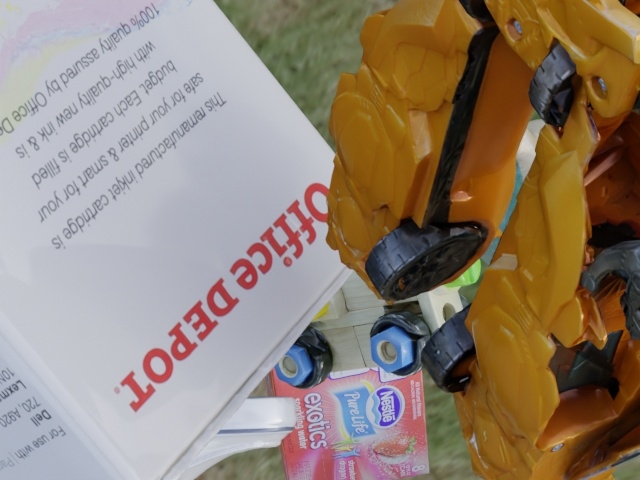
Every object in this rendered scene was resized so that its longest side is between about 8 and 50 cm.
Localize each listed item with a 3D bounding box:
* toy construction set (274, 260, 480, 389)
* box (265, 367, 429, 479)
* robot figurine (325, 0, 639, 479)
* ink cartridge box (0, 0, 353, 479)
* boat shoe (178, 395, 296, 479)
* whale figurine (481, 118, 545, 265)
[{"bbox_3d":[0.000,0.000,1.434,0.151,0.328,0.215,-22,98,-33],"label":"toy construction set"},{"bbox_3d":[0.018,0.106,1.927,0.154,0.300,0.142,-11,46,-3],"label":"box"},{"bbox_3d":[0.075,-0.034,0.609,0.085,0.291,0.211,-22,65,-22],"label":"robot figurine"},{"bbox_3d":[-0.134,-0.043,0.752,0.278,0.117,0.201,51,42,-8],"label":"ink cartridge box"},{"bbox_3d":[-0.137,0.172,1.416,0.258,0.095,0.084,-13,82,10],"label":"boat shoe"},{"bbox_3d":[0.207,-0.012,1.935,0.141,0.272,0.216,-22,105,18],"label":"whale figurine"}]
